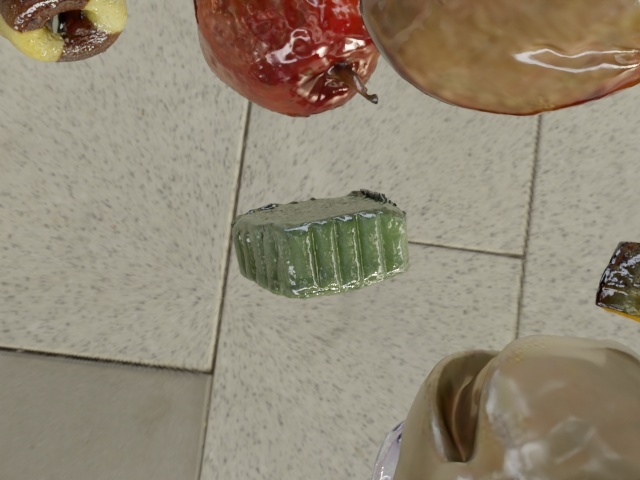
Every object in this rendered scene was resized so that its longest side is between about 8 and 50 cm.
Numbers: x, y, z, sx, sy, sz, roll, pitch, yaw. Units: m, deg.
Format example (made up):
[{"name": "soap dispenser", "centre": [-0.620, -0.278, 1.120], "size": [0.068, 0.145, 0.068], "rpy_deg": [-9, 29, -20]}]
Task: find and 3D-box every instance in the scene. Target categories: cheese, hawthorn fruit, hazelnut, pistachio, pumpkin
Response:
[{"name": "cheese", "centre": [0.125, 0.266, 1.165], "size": [0.052, 0.244, 0.135], "rpy_deg": [18, 84, 36]}, {"name": "hawthorn fruit", "centre": [-0.011, -0.209, 1.023], "size": [0.207, 0.207, 0.243], "rpy_deg": [-31, 60, -6]}, {"name": "hazelnut", "centre": [0.088, -0.122, 0.396], "size": [0.143, 0.154, 0.143], "rpy_deg": [21, 56, -35]}, {"name": "pistachio", "centre": [0.219, 0.256, 0.895], "size": [0.281, 0.445, 0.365], "rpy_deg": [-25, 96, 32]}, {"name": "pumpkin", "centre": [0.301, 0.042, 0.884], "size": [0.101, 0.035, 0.073], "rpy_deg": [19, 80, 18]}]

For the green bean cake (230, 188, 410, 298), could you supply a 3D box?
[{"name": "green bean cake", "centre": [0.000, 0.000, 1.462], "size": [0.222, 0.227, 0.125], "rpy_deg": [-14, 107, -22]}]

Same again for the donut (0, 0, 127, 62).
[{"name": "donut", "centre": [-0.342, -0.302, 1.325], "size": [0.184, 0.166, 0.073], "rpy_deg": [-3, 53, -45]}]
